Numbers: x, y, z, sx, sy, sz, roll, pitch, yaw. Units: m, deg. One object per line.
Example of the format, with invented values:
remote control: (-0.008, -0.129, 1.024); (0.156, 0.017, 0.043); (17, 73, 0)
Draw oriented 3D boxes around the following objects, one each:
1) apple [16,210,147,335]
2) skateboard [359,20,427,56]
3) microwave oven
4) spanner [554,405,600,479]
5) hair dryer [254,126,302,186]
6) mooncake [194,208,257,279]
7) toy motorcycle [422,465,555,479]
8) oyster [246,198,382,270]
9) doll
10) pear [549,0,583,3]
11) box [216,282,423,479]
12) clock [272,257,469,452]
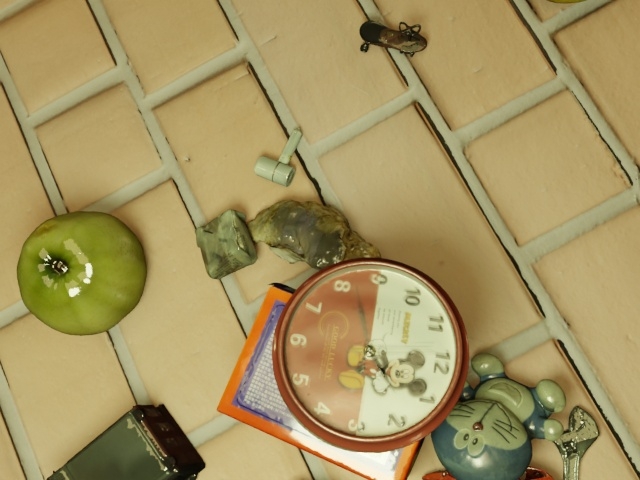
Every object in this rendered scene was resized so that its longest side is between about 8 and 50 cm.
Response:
apple: (-0.500, 0.070, 1.599); (0.279, 0.279, 0.279); (-2, 78, 10)
skateboard: (0.160, -0.452, 1.668); (0.151, 0.080, 0.067); (11, 75, 10)
microwave oven: (-0.383, 0.472, 1.525); (0.247, 0.178, 0.188); (-39, 72, 1)
spanner: (0.480, 0.481, 1.448); (0.093, 0.026, 0.326); (4, 81, 10)
hair dryer: (-0.082, -0.192, 1.678); (0.082, 0.047, 0.137); (23, 78, 14)
mooncake: (-0.202, 0.011, 1.634); (0.125, 0.073, 0.130); (-27, 69, 31)
toy motorcycle: (0.338, 0.499, 1.413); (0.298, 0.089, 0.171); (-5, 43, 11)
oyster: (-0.003, 0.000, 1.586); (0.341, 0.110, 0.166); (35, 80, 28)
doll: (0.315, 0.339, 1.397); (0.228, 0.258, 0.154); (24, 122, 31)
pear: (0.524, -0.594, 1.582); (0.200, 0.200, 0.200); (-2, 78, 10)
box: (0.044, 0.267, 1.416); (0.348, 0.318, 0.257); (21, 83, 14)
clock: (0.079, 0.181, 1.227); (0.318, 0.080, 0.319); (-2, 71, 4)
